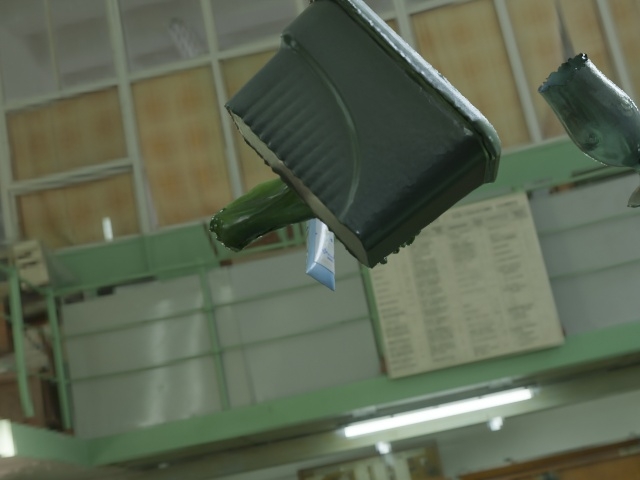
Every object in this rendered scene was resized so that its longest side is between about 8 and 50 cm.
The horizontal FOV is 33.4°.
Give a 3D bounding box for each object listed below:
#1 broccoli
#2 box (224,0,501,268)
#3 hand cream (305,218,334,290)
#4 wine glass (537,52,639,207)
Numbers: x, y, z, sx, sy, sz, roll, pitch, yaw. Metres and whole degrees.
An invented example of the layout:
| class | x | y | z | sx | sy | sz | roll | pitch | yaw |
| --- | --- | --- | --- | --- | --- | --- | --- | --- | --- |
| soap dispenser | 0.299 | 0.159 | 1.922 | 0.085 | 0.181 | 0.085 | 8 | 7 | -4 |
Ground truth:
| class | x | y | z | sx | sy | sz | roll | pitch | yaw |
| --- | --- | --- | --- | --- | --- | --- | --- | --- | --- |
| broccoli | 0.021 | -0.048 | 1.300 | 0.275 | 0.198 | 0.177 | -47 | 6 | 8 |
| box | 0.034 | -0.119 | 1.108 | 0.178 | 0.274 | 0.138 | -41 | -20 | -8 |
| hand cream | 0.000 | 0.000 | 1.697 | 0.065 | 0.171 | 0.043 | 33 | -52 | -33 |
| wine glass | 0.402 | -0.152 | 1.485 | 0.103 | 0.222 | 0.103 | -42 | 7 | 6 |
